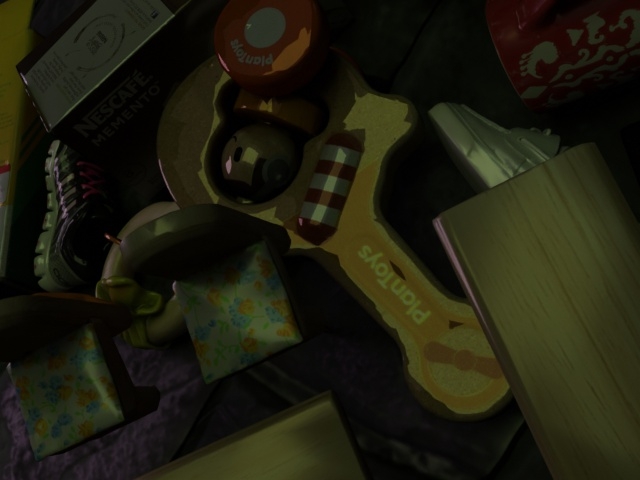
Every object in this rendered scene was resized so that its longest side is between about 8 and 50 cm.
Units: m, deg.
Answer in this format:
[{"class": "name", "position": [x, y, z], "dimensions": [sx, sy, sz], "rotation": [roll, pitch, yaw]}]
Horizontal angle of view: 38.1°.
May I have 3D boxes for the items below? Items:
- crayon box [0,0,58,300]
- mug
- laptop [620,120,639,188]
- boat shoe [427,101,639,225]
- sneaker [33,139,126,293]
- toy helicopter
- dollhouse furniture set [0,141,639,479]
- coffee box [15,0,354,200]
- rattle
[{"class": "crayon box", "position": [-0.350, -0.082, 0.954], "dimensions": [0.202, 0.081, 0.318], "rotation": [-12, 66, 28]}, {"class": "mug", "position": [0.195, -0.170, 0.607], "dimensions": [0.169, 0.150, 0.113], "rotation": [-23, 42, 28]}, {"class": "laptop", "position": [0.301, -0.050, 0.476], "dimensions": [0.264, 0.136, 0.234], "rotation": [-21, 53, 20]}, {"class": "boat shoe", "position": [0.147, -0.044, 0.637], "dimensions": [0.063, 0.066, 0.184], "rotation": [-39, 53, -2]}, {"class": "sneaker", "position": [-0.215, -0.034, 0.862], "dimensions": [0.075, 0.063, 0.170], "rotation": [-1, 76, 33]}, {"class": "toy helicopter", "position": [0.000, 0.000, 0.675], "dimensions": [0.235, 0.140, 0.355], "rotation": [-43, 67, 3]}, {"class": "dollhouse furniture set", "position": [-0.001, 0.140, 0.478], "dimensions": [0.394, 0.256, 0.362], "rotation": [-27, 76, 12]}, {"class": "coffee box", "position": [-0.113, -0.168, 0.787], "dimensions": [0.246, 0.141, 0.098], "rotation": [-40, 55, 6]}, {"class": "rattle", "position": [-0.145, -0.016, 0.767], "dimensions": [0.199, 0.143, 0.130], "rotation": [-55, 35, 10]}]
